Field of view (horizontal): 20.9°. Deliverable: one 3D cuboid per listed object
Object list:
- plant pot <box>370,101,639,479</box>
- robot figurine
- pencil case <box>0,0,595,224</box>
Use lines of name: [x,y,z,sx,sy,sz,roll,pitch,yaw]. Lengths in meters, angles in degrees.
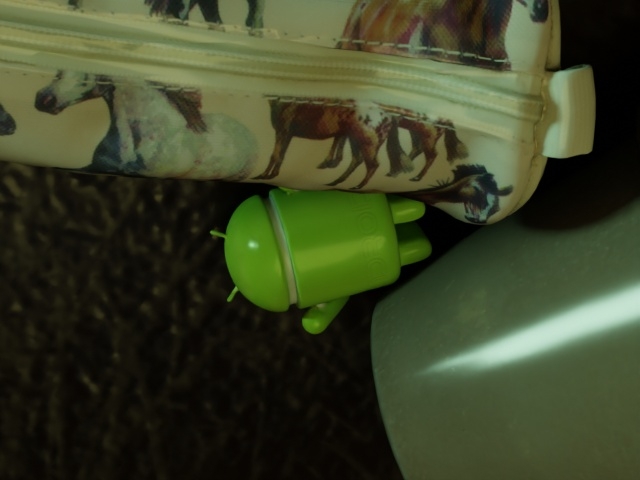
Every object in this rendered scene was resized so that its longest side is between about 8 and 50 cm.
plant pot: [0.156,0.062,0.938,0.229,0.263,0.263,-18,122,17]
robot figurine: [0.000,0.000,0.945,0.115,0.067,0.101,-15,115,-6]
pencil case: [-0.084,-0.099,0.805,0.410,0.183,0.160,5,116,-18]
